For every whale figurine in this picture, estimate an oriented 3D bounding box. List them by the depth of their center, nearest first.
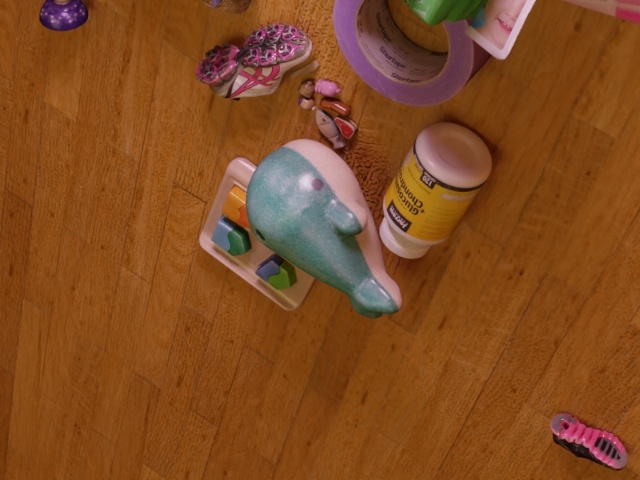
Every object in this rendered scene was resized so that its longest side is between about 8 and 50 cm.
[{"bbox_3d":[0.000,0.000,1.883,0.272,0.141,0.216,59,161,-3],"label":"whale figurine"}]

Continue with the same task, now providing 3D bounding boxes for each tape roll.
[{"bbox_3d":[0.115,-0.260,1.658,0.189,0.080,0.189,22,136,22],"label":"tape roll"}]

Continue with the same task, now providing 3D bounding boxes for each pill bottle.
[{"bbox_3d":[0.141,-0.059,1.793,0.103,0.103,0.184,36,139,7],"label":"pill bottle"}]

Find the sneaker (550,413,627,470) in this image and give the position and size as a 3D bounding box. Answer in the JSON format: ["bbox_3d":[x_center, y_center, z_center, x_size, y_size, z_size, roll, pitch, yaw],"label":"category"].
[{"bbox_3d":[0.377,0.292,1.963,0.119,0.047,0.057,30,145,24],"label":"sneaker"}]

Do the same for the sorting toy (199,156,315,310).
[{"bbox_3d":[-0.085,-0.002,2.069,0.193,0.038,0.208,36,139,7],"label":"sorting toy"}]

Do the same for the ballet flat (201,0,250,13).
[{"bbox_3d":[-0.178,-0.345,1.825,0.206,0.073,0.067,27,152,22],"label":"ballet flat"}]

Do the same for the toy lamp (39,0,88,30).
[{"bbox_3d":[-0.366,-0.421,1.898,0.080,0.080,0.275,23,137,21],"label":"toy lamp"}]

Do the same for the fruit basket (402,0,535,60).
[{"bbox_3d":[0.130,-0.404,1.354,0.327,0.165,0.353,47,140,27],"label":"fruit basket"}]

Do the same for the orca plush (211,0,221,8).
[{"bbox_3d":[-0.174,-0.407,1.756,0.287,0.102,0.151,33,111,24],"label":"orca plush"}]

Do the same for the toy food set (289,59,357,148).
[{"bbox_3d":[0.007,-0.178,1.858,0.078,0.019,0.122,-22,110,46],"label":"toy food set"}]

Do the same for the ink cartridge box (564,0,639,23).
[{"bbox_3d":[0.281,-0.341,1.475,0.370,0.069,0.176,23,136,24],"label":"ink cartridge box"}]

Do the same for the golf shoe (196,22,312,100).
[{"bbox_3d":[-0.074,-0.234,1.851,0.186,0.068,0.086,-11,146,41],"label":"golf shoe"}]
